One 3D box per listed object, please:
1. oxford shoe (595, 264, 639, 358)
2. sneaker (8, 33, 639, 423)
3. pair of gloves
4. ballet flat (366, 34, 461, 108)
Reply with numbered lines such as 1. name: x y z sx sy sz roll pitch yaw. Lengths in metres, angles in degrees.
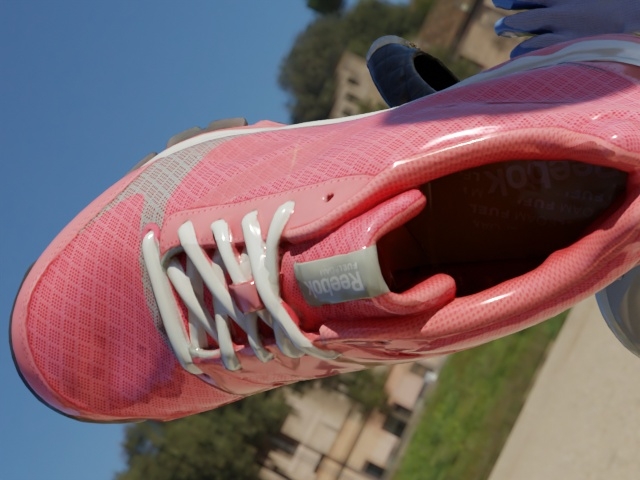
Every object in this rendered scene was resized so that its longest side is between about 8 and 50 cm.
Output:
1. oxford shoe: 0.319 -0.077 0.752 0.449 0.169 0.130 -40 17 24
2. sneaker: 0.000 -0.001 0.565 0.314 0.115 0.136 -20 6 17
3. pair of gloves: 0.132 -0.080 0.753 0.159 0.023 0.198 5 90 58
4. ballet flat: 0.077 -0.065 0.730 0.057 0.173 0.049 11 -67 -36
